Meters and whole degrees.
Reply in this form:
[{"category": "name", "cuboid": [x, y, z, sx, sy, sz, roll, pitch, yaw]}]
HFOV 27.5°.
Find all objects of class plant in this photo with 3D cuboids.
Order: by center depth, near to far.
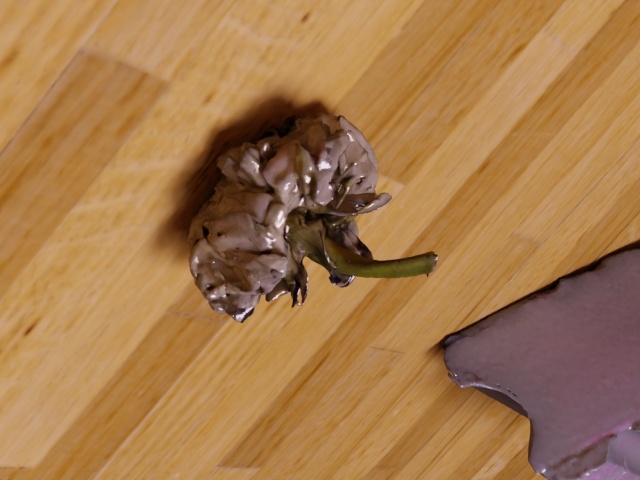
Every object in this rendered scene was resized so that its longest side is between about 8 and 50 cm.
[{"category": "plant", "cuboid": [0.000, 0.000, 0.667, 0.116, 0.122, 0.104, -61, 160, 18]}]

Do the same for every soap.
[{"category": "soap", "cuboid": [0.274, 0.086, 1.104, 0.258, 0.159, 0.302, -43, 155, 8]}]
